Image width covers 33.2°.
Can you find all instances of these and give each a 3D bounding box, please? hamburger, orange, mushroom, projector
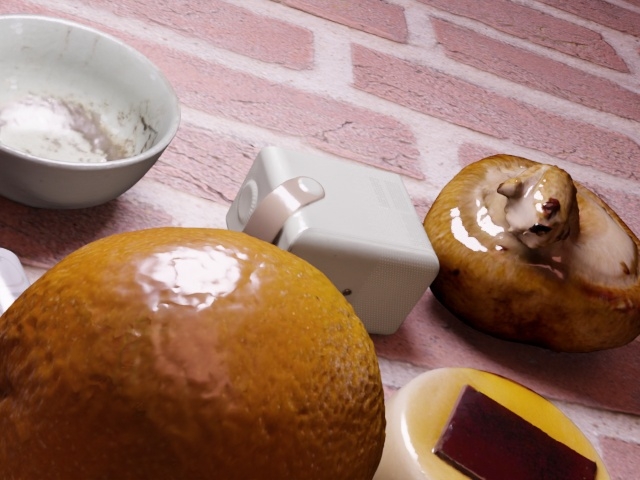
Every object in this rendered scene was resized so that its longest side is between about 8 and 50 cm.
[{"bbox_3d":[0.153,0.267,1.086,0.302,0.170,0.302,20,34,-14],"label":"hamburger"},{"bbox_3d":[-0.112,0.148,0.943,0.357,0.322,0.322,8,41,-34],"label":"orange"},{"bbox_3d":[0.305,0.000,1.422,0.346,0.259,0.345,17,39,-14],"label":"mushroom"},{"bbox_3d":[0.000,0.000,1.315,0.243,0.163,0.177,9,39,-27],"label":"projector"}]

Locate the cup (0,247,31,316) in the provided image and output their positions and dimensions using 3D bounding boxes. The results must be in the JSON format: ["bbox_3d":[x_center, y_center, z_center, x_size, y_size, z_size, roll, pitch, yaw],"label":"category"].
[{"bbox_3d":[-0.309,0.082,1.075,0.136,0.099,0.133,-8,49,-37],"label":"cup"}]

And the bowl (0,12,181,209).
[{"bbox_3d":[-0.325,-0.131,1.281,0.289,0.146,0.289,16,40,-14],"label":"bowl"}]
